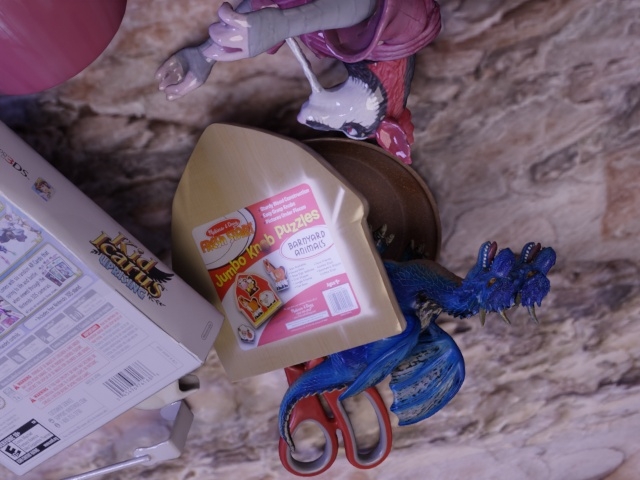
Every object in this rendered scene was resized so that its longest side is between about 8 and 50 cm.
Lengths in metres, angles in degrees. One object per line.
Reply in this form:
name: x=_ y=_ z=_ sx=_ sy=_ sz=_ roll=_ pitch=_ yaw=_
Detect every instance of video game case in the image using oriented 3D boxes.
video game case: x=-0.250 y=0.052 z=0.906 sx=0.244 sy=0.061 sz=0.269 roll=42 pitch=129 yaw=-18

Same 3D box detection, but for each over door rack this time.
over door rack: x=-0.210 y=0.319 z=1.098 sx=0.324 sy=0.108 sz=0.239 roll=-26 pitch=119 yaw=11

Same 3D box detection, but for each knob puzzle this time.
knob puzzle: x=-0.037 y=-0.002 z=0.883 sx=0.213 sy=0.030 sz=0.213 roll=10 pitch=111 yaw=29

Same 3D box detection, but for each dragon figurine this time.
dragon figurine: x=0.054 y=0.087 z=0.900 sx=0.085 sy=0.144 sz=0.289 roll=28 pitch=109 yaw=-38

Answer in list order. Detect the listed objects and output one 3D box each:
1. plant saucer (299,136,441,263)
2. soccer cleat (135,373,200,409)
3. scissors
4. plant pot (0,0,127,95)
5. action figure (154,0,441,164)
plant saucer: x=0.000 y=0.000 z=0.957 sx=0.199 sy=0.036 sz=0.198 roll=-3 pitch=118 yaw=-6
soccer cleat: x=-0.154 y=0.064 z=0.979 sx=0.076 sy=0.068 sz=0.196 roll=-13 pitch=127 yaw=-3
scissors: x=-0.014 y=0.092 z=1.031 sx=0.109 sy=0.021 sz=0.297 roll=-17 pitch=114 yaw=0
plant pot: x=-0.220 y=-0.197 z=0.740 sx=0.201 sy=0.201 sz=0.180 roll=-21 pitch=145 yaw=9
action figure: x=-0.008 y=-0.221 z=0.778 sx=0.276 sy=0.248 sz=0.370 roll=-39 pitch=117 yaw=-12
